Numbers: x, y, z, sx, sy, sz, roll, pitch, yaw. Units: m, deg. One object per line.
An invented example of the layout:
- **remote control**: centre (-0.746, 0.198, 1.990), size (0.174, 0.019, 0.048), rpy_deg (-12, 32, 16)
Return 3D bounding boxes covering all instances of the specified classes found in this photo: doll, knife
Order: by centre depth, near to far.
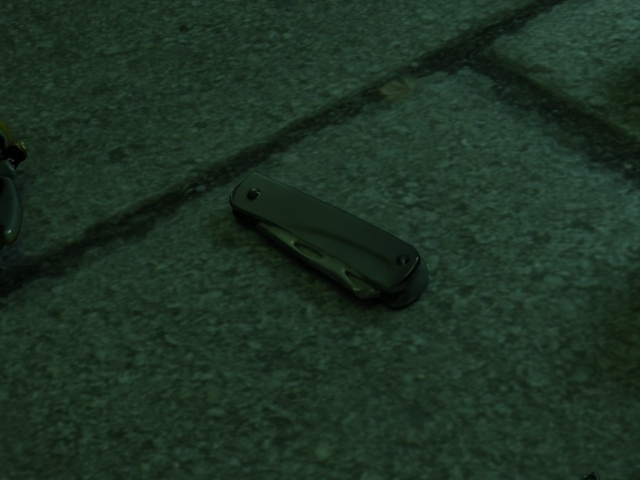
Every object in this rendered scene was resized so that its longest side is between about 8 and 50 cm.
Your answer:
- **knife**: centre (0.002, -0.002, 1.912), size (0.073, 0.041, 0.265), rpy_deg (-42, 46, -19)
- **doll**: centre (-0.384, -0.038, 2.013), size (0.145, 0.103, 0.316), rpy_deg (2, 30, -6)

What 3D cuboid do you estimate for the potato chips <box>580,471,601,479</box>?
- **potato chips**: centre (0.202, 0.273, 1.525), size (0.092, 0.028, 0.207), rpy_deg (18, 49, 31)
